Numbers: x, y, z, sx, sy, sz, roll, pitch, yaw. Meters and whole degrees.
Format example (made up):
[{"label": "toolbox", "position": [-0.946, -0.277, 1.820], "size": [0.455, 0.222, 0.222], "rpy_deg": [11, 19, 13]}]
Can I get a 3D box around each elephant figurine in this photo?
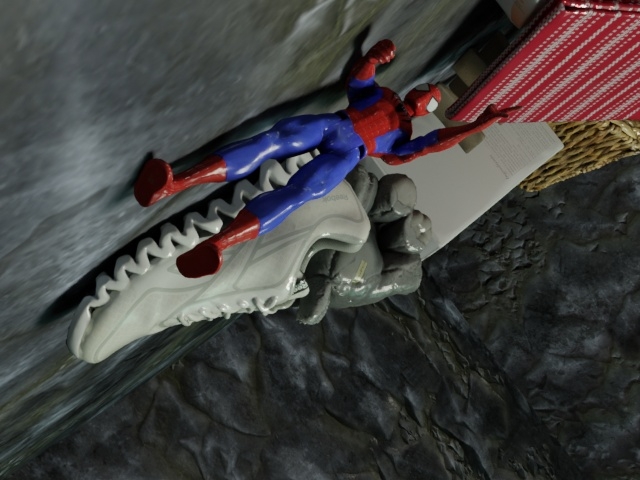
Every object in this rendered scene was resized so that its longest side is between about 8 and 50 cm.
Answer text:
[{"label": "elephant figurine", "position": [0.000, 0.000, 0.775], "size": [0.186, 0.169, 0.239], "rpy_deg": [5, 178, -34]}]

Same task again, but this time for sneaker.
[{"label": "sneaker", "position": [-0.084, 0.027, 0.590], "size": [0.292, 0.118, 0.110], "rpy_deg": [-35, 177, -11]}]

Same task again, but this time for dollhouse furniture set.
[{"label": "dollhouse furniture set", "position": [0.301, -0.227, 0.819], "size": [0.262, 0.135, 0.259], "rpy_deg": [-34, 175, -30]}]

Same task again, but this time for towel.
[{"label": "towel", "position": [0.288, -0.175, 0.668], "size": [0.275, 0.031, 0.199], "rpy_deg": [-5, 162, -21]}]

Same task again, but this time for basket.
[{"label": "basket", "position": [0.412, -0.253, 1.174], "size": [0.223, 0.214, 0.299], "rpy_deg": [-64, -167, -17]}]

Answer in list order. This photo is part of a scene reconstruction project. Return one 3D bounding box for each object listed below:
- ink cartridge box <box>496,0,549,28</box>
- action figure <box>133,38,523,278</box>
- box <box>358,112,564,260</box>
[{"label": "ink cartridge box", "position": [0.226, -0.256, 0.524], "size": [0.145, 0.045, 0.179], "rpy_deg": [-37, 178, -3]}, {"label": "action figure", "position": [0.026, -0.078, 0.464], "size": [0.280, 0.091, 0.139], "rpy_deg": [-33, -175, -42]}, {"label": "box", "position": [0.171, -0.092, 1.022], "size": [0.345, 0.168, 0.215], "rpy_deg": [-35, 176, -36]}]
